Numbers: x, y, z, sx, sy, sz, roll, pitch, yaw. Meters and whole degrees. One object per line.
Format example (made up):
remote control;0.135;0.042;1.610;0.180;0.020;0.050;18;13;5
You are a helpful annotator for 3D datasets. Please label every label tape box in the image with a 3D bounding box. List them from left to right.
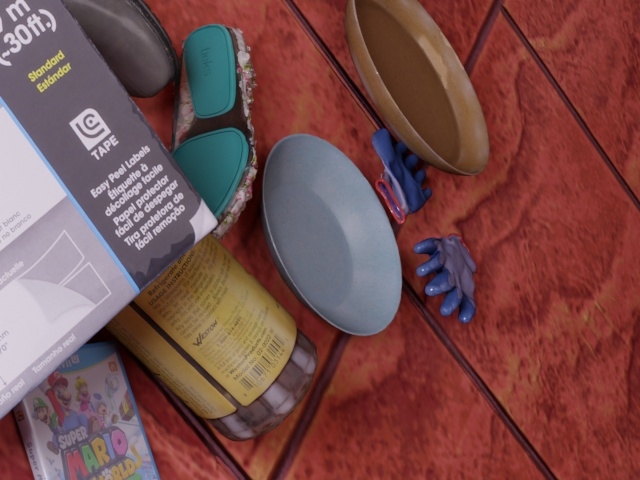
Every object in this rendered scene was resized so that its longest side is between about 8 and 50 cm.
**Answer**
label tape box;-0.260;-0.066;1.221;0.240;0.106;0.334;-43;107;-29

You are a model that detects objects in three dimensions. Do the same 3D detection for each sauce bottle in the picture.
sauce bottle;-0.142;0.008;1.414;0.344;0.111;0.111;48;36;-27

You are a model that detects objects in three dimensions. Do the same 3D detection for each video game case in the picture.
video game case;-0.166;0.158;1.371;0.119;0.015;0.166;-6;74;-56

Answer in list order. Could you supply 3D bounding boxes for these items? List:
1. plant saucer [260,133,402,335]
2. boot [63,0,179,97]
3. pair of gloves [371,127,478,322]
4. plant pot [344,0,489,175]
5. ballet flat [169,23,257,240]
plant saucer;0.000;0.000;1.691;0.195;0.037;0.195;34;43;-39
boot;-0.231;-0.161;1.449;0.246;0.083;0.161;44;45;-21
pair of gloves;0.099;-0.016;1.830;0.198;0.023;0.159;59;18;-8
plant pot;0.093;-0.165;1.913;0.236;0.032;0.236;44;30;-33
ballet flat;-0.085;-0.077;1.586;0.077;0.091;0.241;61;29;-51
